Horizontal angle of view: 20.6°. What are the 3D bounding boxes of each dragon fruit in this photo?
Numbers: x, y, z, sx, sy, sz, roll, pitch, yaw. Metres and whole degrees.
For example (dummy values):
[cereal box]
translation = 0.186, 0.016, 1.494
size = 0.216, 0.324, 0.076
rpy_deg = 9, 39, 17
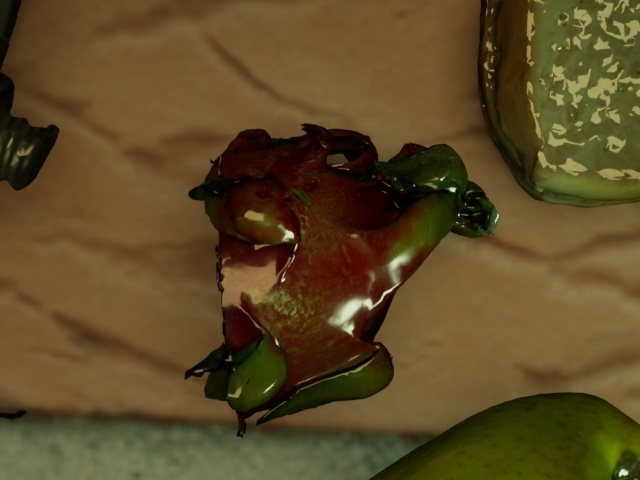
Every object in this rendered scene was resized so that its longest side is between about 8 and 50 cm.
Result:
[dragon fruit]
translation = 0.000, 0.000, 0.752
size = 0.175, 0.138, 0.142
rpy_deg = -24, 64, -16

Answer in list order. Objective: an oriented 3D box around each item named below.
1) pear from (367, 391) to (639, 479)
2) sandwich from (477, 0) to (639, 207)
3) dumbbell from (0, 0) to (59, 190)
[pear]
translation = 0.073, 0.169, 0.719
size = 0.187, 0.187, 0.219
rpy_deg = 39, 85, 1
[sandwich]
translation = 0.188, -0.150, 0.795
size = 0.249, 0.095, 0.273
rpy_deg = -3, 87, -2
[dumbbell]
translation = -0.297, -0.124, 0.726
size = 0.406, 0.179, 0.179
rpy_deg = 26, 84, 0
